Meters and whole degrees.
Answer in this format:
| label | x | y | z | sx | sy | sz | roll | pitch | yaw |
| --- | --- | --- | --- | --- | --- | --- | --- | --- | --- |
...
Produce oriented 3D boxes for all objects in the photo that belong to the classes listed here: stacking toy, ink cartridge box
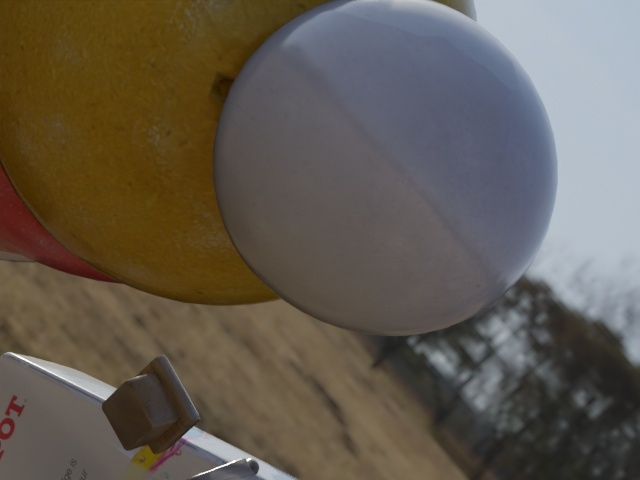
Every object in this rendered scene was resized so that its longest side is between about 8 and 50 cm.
| label | x | y | z | sx | sy | sz | roll | pitch | yaw |
| --- | --- | --- | --- | --- | --- | --- | --- | --- | --- |
| stacking toy | -0.041 | -0.083 | 0.771 | 0.350 | 0.350 | 0.480 | 49 | -6 | -34 |
| ink cartridge box | -0.130 | 0.243 | 1.301 | 0.306 | 0.226 | 0.131 | 24 | -1 | 26 |

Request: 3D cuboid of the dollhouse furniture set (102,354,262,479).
| label | x | y | z | sx | sy | sz | roll | pitch | yaw |
| --- | --- | --- | --- | --- | --- | --- | --- | --- | --- |
| dollhouse furniture set | -0.058 | 0.285 | 1.180 | 0.174 | 0.303 | 0.355 | -14 | 70 | -47 |
